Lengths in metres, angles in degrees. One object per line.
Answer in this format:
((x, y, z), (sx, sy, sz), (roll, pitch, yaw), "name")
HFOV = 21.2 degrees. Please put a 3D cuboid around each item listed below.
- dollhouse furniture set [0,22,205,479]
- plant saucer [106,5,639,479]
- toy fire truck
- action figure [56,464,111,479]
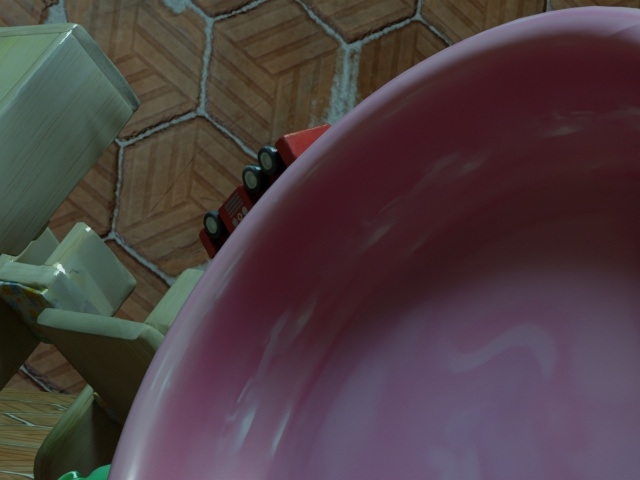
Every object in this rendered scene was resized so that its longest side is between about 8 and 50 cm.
((-0.158, 0.093, 1.100), (0.362, 0.256, 0.394), (5, -39, 47), "dollhouse furniture set")
((0.052, 0.066, 0.651), (0.084, 0.332, 0.332), (38, -19, -30), "plant saucer")
((0.000, 0.000, 1.129), (0.047, 0.135, 0.192), (-16, -20, -39), "toy fire truck")
((-0.048, 0.158, 0.831), (0.232, 0.063, 0.137), (14, -25, 35), "action figure")
